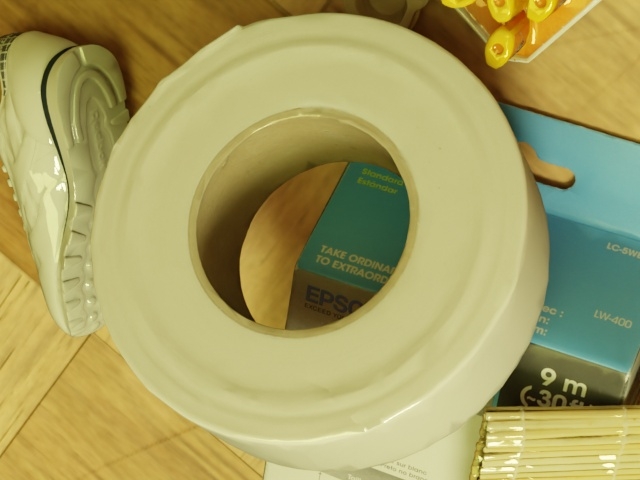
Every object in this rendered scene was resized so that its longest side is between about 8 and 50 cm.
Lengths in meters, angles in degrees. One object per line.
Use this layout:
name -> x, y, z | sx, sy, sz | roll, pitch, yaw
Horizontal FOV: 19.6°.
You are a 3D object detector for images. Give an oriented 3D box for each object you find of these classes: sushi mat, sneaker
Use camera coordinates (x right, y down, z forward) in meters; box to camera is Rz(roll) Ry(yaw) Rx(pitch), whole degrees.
sushi mat -> 0.253, 0.172, 1.222 | 0.316, 0.019, 0.151 | -1, 119, -5
sneaker -> -0.192, -0.042, 1.380 | 0.095, 0.090, 0.235 | 14, 116, 33

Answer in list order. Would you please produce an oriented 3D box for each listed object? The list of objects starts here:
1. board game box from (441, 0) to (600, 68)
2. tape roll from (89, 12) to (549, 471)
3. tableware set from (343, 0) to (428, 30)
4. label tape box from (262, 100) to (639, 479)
board game box -> 0.116, -0.354, 1.081 | 0.390, 0.050, 0.390 | 48, 121, -3
tape roll -> 0.000, 0.000, 1.188 | 0.286, 0.100, 0.286 | -5, 72, 15
tableware set -> 0.029, -0.213, 1.221 | 0.169, 0.020, 0.141 | 34, 124, 6
label tape box -> 0.099, 0.077, 1.279 | 0.241, 0.106, 0.333 | 18, 120, 16
